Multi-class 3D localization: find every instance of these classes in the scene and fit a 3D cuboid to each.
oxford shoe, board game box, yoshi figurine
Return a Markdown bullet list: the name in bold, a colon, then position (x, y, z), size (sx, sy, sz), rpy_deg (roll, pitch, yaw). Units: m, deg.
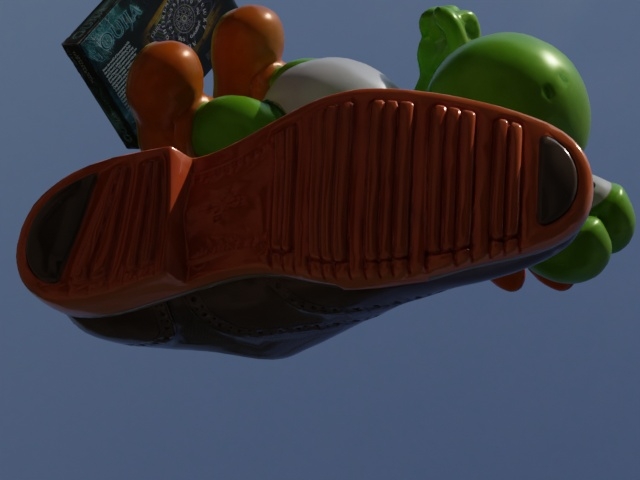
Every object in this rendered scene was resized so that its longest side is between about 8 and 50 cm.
- **oxford shoe**: position (0.000, 0.000, 1.106), size (0.363, 0.133, 0.130), rpy_deg (-5, -122, 24)
- **board game box**: position (-0.151, -0.193, 1.679), size (0.026, 0.126, 0.186), rpy_deg (3, -135, 41)
- **yoshi figurine**: position (0.050, -0.091, 1.241), size (0.362, 0.203, 0.204), rpy_deg (20, -99, 29)
